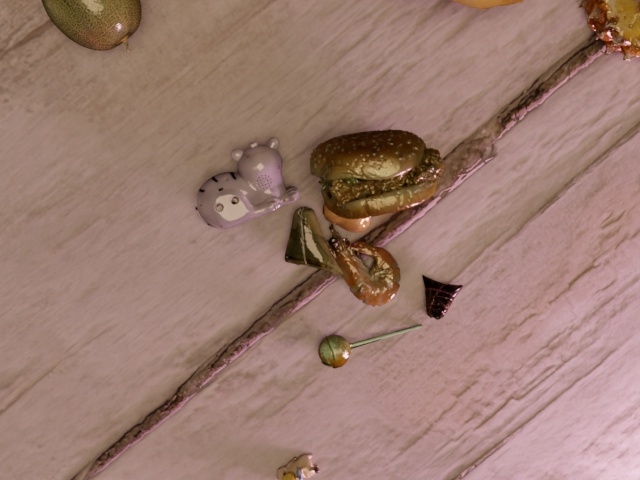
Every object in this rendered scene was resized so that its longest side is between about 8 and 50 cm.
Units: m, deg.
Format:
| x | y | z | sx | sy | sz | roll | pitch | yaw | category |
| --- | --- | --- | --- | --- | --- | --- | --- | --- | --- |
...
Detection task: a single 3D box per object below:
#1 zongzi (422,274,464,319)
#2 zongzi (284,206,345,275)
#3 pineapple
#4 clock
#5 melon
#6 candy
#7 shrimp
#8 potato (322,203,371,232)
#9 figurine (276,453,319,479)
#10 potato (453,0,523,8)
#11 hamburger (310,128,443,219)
| x | y | z | sx | sy | sz | roll | pitch | yaw | category |
| --- | --- | --- | --- | --- | --- | --- | --- | --- | --- |
| 0.227 | 0.101 | 1.458 | 0.074 | 0.067 | 0.083 | -5 | 85 | 2 | zongzi |
| 0.000 | 0.000 | 1.399 | 0.113 | 0.052 | 0.104 | 16 | 106 | 12 | zongzi |
| 0.535 | -0.376 | 1.384 | 0.233 | 0.079 | 0.135 | 38 | 87 | -6 | pineapple |
| -0.136 | -0.097 | 1.361 | 0.176 | 0.080 | 0.117 | -22 | 104 | -2 | clock |
| -0.358 | -0.375 | 1.248 | 0.139 | 0.139 | 0.192 | -39 | 99 | 2 | melon |
| 0.093 | 0.185 | 1.468 | 0.203 | 0.061 | 0.061 | -14 | 103 | -12 | candy |
| 0.076 | 0.040 | 1.433 | 0.099 | 0.041 | 0.180 | -39 | 102 | 1 | shrimp |
| 0.046 | -0.046 | 1.401 | 0.083 | 0.062 | 0.068 | 1 | 137 | -8 | potato |
| -0.043 | 0.437 | 1.499 | 0.083 | 0.050 | 0.047 | -28 | 98 | 0 | figurine |
| 0.250 | -0.499 | 1.278 | 0.300 | 0.196 | 0.246 | 39 | 111 | 15 | potato |
| 0.094 | -0.123 | 1.324 | 0.215 | 0.189 | 0.122 | -9 | 110 | 7 | hamburger |
